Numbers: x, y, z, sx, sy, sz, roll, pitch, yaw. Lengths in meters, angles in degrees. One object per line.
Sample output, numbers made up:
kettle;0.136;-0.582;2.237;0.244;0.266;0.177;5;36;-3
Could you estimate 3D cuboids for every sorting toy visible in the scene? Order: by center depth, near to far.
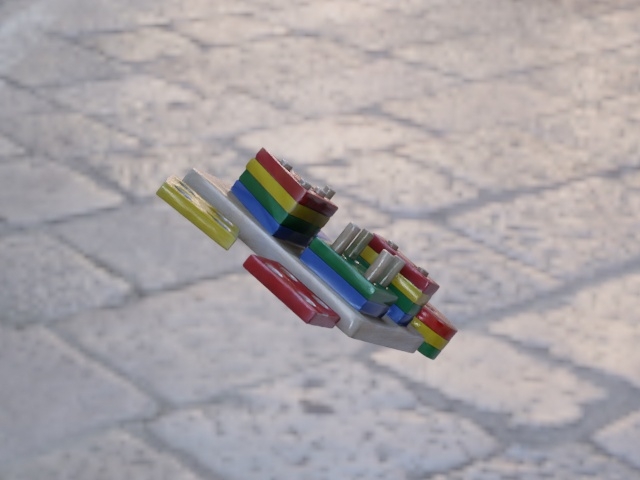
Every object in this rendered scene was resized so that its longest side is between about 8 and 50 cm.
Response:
sorting toy;0.000;0.000;0.941;0.132;0.046;0.274;42;7;19
